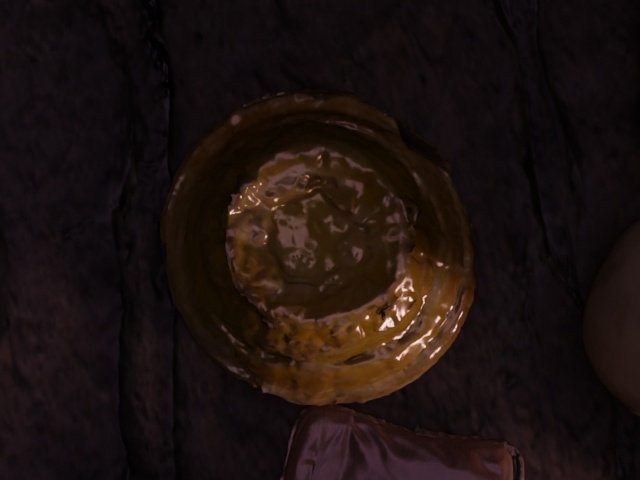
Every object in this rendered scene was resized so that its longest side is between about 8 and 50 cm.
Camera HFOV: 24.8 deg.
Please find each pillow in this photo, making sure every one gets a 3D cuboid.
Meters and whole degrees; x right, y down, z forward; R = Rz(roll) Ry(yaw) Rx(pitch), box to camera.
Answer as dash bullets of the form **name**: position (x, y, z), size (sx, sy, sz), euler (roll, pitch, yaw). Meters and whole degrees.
- **pillow**: position (0.069, 0.223, 1.286), size (0.211, 0.034, 0.135), euler (13, 87, 3)

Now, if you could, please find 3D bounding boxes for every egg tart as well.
- **egg tart**: position (0.000, 0.000, 1.271), size (0.290, 0.115, 0.290), euler (0, 81, -1)

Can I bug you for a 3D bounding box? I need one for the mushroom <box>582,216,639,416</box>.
- **mushroom**: position (0.381, 0.122, 1.198), size (0.314, 0.314, 0.336), euler (-10, 104, -2)
